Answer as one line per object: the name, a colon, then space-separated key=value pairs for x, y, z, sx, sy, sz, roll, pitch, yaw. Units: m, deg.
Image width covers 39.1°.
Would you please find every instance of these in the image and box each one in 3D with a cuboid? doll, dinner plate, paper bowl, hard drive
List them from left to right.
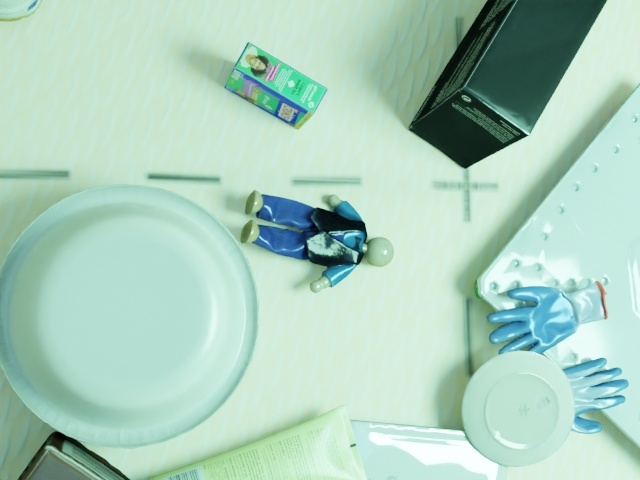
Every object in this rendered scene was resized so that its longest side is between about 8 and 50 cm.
paper bowl: x=-0.207 y=0.079 z=0.973 sx=0.284 sy=0.148 sz=0.284 roll=2 pitch=83 yaw=-13
doll: x=0.000 y=0.000 z=1.086 sx=0.189 sy=0.046 sz=0.129 roll=13 pitch=70 yaw=-19
hard drive: x=0.112 y=0.382 z=1.066 sx=0.210 sy=0.040 sz=0.318 roll=8 pitch=81 yaw=-13
dinner plate: x=0.240 y=0.203 z=1.078 sx=0.141 sy=0.017 sz=0.141 roll=0 pitch=92 yaw=-8

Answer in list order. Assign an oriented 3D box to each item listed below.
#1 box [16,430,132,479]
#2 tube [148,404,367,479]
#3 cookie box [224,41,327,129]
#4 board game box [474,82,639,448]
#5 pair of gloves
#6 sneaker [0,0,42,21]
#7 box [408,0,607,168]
box: x=-0.324 y=0.387 z=0.878 sx=0.143 sy=0.191 sz=0.381 roll=38 pitch=76 yaw=-7
tube: x=-0.071 y=0.266 z=1.020 sx=0.240 sy=0.062 sz=0.070 roll=-15 pitch=119 yaw=-12
cookie box: x=-0.055 y=-0.182 z=1.074 sx=0.107 sy=0.092 sz=0.040 roll=28 pitch=79 yaw=-9
board game box: x=0.449 y=0.053 z=1.191 sx=0.390 sy=0.050 sz=0.390 roll=43 pitch=75 yaw=-5
pair of gloves: x=0.292 y=0.147 z=1.101 sx=0.159 sy=0.023 sz=0.198 roll=-15 pitch=91 yaw=-6
sneaker: x=-0.347 y=-0.404 z=1.010 sx=0.112 sy=0.131 sz=0.296 roll=-2 pitch=82 yaw=-13
box: x=0.238 y=-0.235 z=1.107 sx=0.103 sy=0.184 sz=0.261 roll=35 pitch=76 yaw=-10
